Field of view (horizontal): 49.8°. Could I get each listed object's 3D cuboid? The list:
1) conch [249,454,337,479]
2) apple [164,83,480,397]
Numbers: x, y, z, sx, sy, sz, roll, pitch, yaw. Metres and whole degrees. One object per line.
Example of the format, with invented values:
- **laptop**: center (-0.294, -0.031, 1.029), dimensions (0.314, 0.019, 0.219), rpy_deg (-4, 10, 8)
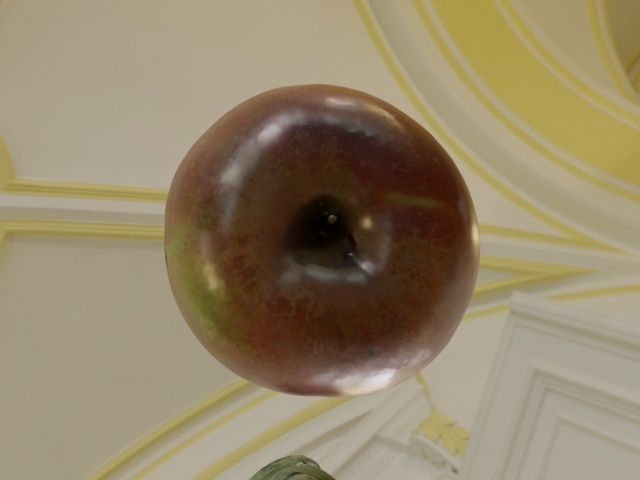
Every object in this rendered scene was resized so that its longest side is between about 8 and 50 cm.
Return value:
- **conch**: center (-0.038, 0.337, 0.846), dimensions (0.122, 0.188, 0.176), rpy_deg (37, -133, -19)
- **apple**: center (0.000, 0.000, 0.762), dimensions (0.348, 0.277, 0.349), rpy_deg (1, -101, -3)
